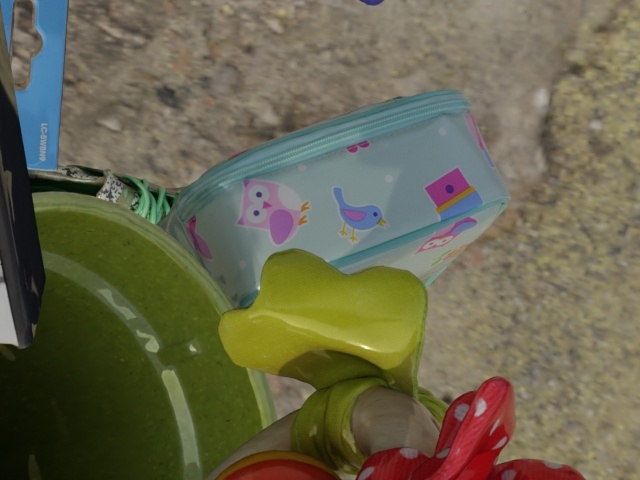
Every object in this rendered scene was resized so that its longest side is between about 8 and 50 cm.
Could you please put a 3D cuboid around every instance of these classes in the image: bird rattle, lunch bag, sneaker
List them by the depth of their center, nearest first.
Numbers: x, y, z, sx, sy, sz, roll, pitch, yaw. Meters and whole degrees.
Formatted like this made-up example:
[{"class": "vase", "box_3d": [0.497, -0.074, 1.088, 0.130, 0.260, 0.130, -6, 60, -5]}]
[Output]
[{"class": "bird rattle", "box_3d": [0.012, 0.129, 0.691, 0.207, 0.253, 0.143, -38, 119, 5]}, {"class": "lunch bag", "box_3d": [0.000, 0.000, 1.027, 0.224, 0.279, 0.107, -22, 80, -20]}, {"class": "sneaker", "box_3d": [-0.253, -0.028, 1.950, 0.410, 0.182, 0.158, 5, 73, -9]}]

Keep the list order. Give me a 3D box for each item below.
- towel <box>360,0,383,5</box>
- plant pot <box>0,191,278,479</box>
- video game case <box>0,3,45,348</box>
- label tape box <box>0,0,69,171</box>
[{"class": "towel", "box_3d": [0.019, -0.423, 1.581, 0.076, 0.227, 0.308, -34, 157, -20]}, {"class": "plant pot", "box_3d": [-0.205, 0.137, 0.827, 0.276, 0.254, 0.276, 23, 59, -45]}, {"class": "video game case", "box_3d": [-0.214, -0.068, 0.406, 0.248, 0.035, 0.274, 3, 140, 0]}, {"class": "label tape box", "box_3d": [-0.403, -0.189, 1.378, 0.334, 0.106, 0.240, 4, 91, -10]}]
